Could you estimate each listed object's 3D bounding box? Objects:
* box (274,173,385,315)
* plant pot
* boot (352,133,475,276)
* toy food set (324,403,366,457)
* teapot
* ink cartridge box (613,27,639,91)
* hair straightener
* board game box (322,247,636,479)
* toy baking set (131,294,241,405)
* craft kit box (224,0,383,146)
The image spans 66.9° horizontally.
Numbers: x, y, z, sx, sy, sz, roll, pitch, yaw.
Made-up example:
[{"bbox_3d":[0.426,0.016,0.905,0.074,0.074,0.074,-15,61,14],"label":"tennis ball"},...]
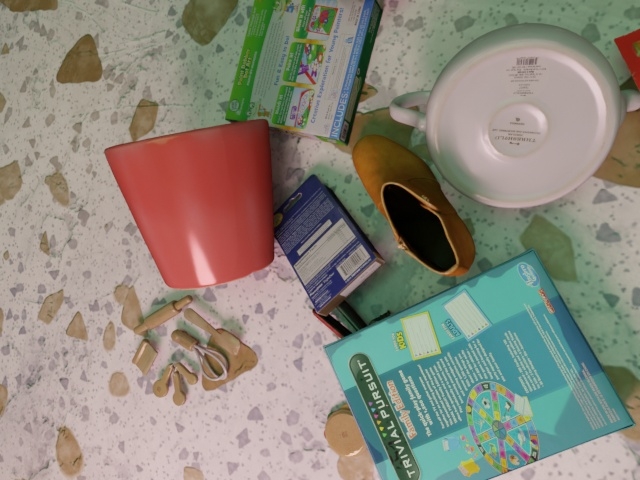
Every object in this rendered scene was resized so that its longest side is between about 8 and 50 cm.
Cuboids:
[{"bbox_3d":[0.000,0.000,0.835,0.136,0.036,0.225,-44,53,15],"label":"box"},{"bbox_3d":[-0.198,-0.062,0.827,0.275,0.275,0.243,-4,104,24],"label":"plant pot"},{"bbox_3d":[0.120,-0.072,0.711,0.104,0.211,0.295,-42,71,15],"label":"boot"},{"bbox_3d":[0.044,0.327,0.824,0.083,0.020,0.083,-38,73,18],"label":"toy food set"},{"bbox_3d":[0.266,-0.179,0.674,0.256,0.187,0.252,42,123,-8],"label":"teapot"},{"bbox_3d":[0.524,-0.234,0.604,0.225,0.056,0.181,-20,79,7],"label":"ink cartridge box"},{"bbox_3d":[0.094,0.159,0.797,0.230,0.047,0.089,41,103,21],"label":"hair straightener"},{"bbox_3d":[0.209,0.200,0.701,0.336,0.079,0.253,-27,75,11],"label":"board game box"},{"bbox_3d":[-0.273,0.213,0.973,0.256,0.030,0.196,-35,76,19],"label":"toy baking set"},{"bbox_3d":[-0.036,-0.317,0.886,0.247,0.061,0.249,17,93,22],"label":"craft kit box"}]
